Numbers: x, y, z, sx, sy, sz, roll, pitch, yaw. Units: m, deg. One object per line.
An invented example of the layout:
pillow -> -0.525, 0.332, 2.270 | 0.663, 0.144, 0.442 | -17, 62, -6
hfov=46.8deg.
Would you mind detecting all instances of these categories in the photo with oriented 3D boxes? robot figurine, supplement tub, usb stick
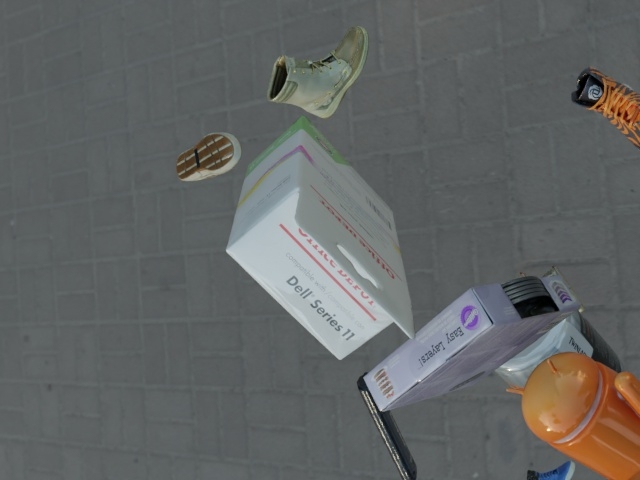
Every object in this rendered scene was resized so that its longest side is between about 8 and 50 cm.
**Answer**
robot figurine -> 0.356, 0.225, 0.953 | 0.219, 0.158, 0.128 | 31, 88, -6
supplement tub -> 0.461, 0.238, 1.433 | 0.193, 0.316, 0.193 | -32, 35, 26
usb stick -> 0.155, 0.433, 1.707 | 0.045, 0.077, 0.278 | -24, 103, 3

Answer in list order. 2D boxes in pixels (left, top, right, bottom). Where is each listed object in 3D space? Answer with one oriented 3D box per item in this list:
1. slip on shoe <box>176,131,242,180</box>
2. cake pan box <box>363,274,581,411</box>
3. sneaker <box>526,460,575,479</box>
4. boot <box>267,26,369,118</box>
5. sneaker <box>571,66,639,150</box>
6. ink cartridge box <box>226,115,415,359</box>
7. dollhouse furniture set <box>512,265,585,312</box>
slip on shoe -> -0.132, -0.102, 0.931 | 0.135, 0.041, 0.051 | -17, 79, 50
cake pan box -> 0.232, 0.152, 1.114 | 0.267, 0.246, 0.070 | -48, 61, 38
sneaker -> 0.571, 0.603, 1.875 | 0.085, 0.058, 0.152 | 35, 108, 9
boot -> -0.006, -0.365, 1.544 | 0.213, 0.165, 0.077 | -59, 43, 25
sneaker -> 0.711, -0.314, 1.773 | 0.124, 0.180, 0.321 | -65, 25, 21
ink cartridge box -> 0.000, 0.000, 0.927 | 0.119, 0.353, 0.207 | -39, 109, 17
dollhouse furniture set -> 0.502, 0.169, 1.777 | 0.183, 0.129, 0.129 | -55, 52, 44
